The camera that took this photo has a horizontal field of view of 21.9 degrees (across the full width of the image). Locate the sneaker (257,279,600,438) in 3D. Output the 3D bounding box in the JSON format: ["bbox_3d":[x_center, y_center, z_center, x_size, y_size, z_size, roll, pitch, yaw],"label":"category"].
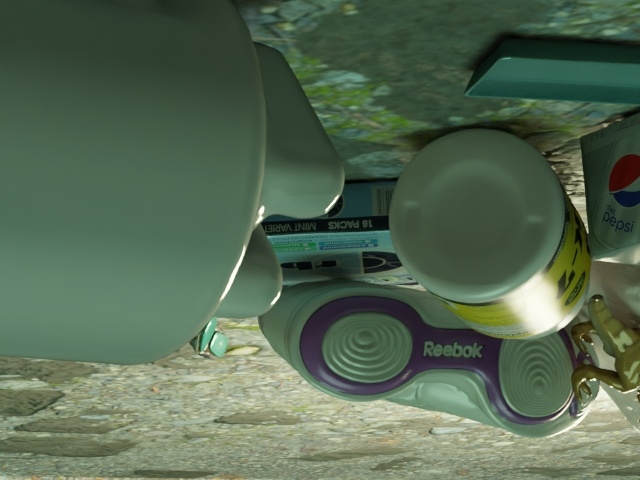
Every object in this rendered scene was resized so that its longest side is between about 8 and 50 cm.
[{"bbox_3d":[0.091,0.081,1.348,0.305,0.114,0.152,15,-179,-27],"label":"sneaker"}]

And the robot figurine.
[{"bbox_3d":[-0.167,-0.047,0.765,0.354,0.199,0.300,8,125,-34],"label":"robot figurine"}]

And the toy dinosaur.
[{"bbox_3d":[0.238,0.084,1.282,0.112,0.064,0.211,-8,139,48],"label":"toy dinosaur"}]

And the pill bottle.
[{"bbox_3d":[0.129,0.004,1.172,0.119,0.119,0.208,-7,165,15],"label":"pill bottle"}]

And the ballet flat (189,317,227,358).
[{"bbox_3d":[-0.121,0.093,1.638,0.041,0.041,0.114,-4,164,5],"label":"ballet flat"}]

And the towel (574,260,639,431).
[{"bbox_3d":[0.343,0.112,1.339,0.332,0.053,0.317,16,158,42],"label":"towel"}]

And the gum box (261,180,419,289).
[{"bbox_3d":[0.000,0.000,1.288,0.157,0.041,0.184,-3,165,2],"label":"gum box"}]

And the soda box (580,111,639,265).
[{"bbox_3d":[0.319,-0.025,1.146,0.286,0.091,0.098,7,162,-33],"label":"soda box"}]

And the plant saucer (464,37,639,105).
[{"bbox_3d":[0.186,-0.099,0.986,0.192,0.018,0.067,2,165,-15],"label":"plant saucer"}]
